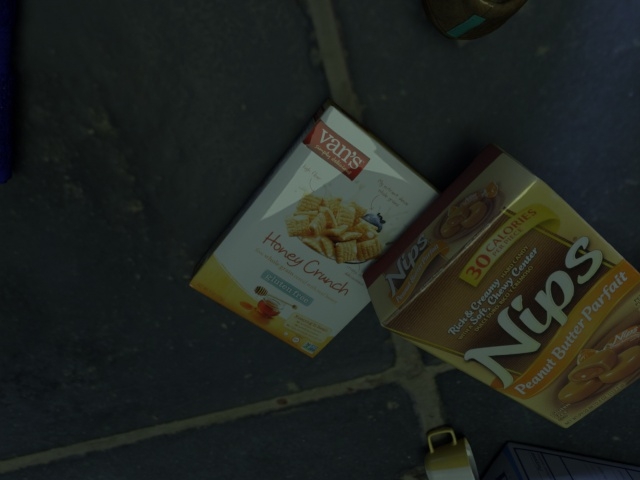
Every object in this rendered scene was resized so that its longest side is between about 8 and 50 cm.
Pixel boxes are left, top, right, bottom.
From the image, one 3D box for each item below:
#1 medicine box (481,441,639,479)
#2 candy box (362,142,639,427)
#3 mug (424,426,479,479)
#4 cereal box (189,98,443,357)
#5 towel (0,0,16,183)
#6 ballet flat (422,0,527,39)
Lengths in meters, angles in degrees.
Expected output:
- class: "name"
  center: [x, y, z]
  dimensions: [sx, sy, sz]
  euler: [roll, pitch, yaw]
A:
- class: "medicine box"
  center: [0.387, 0.440, 0.589]
  dimensions: [0.290, 0.263, 0.149]
  euler: [13, 115, -8]
- class: "candy box"
  center: [0.223, 0.067, 0.476]
  dimensions: [0.317, 0.087, 0.183]
  euler: [32, 111, -26]
- class: "mug"
  center: [0.181, 0.310, 0.644]
  dimensions: [0.064, 0.078, 0.062]
  euler: [-20, 148, 18]
- class: "cereal box"
  center: [0.000, 0.000, 0.483]
  dimensions: [0.173, 0.047, 0.240]
  euler: [34, 111, -18]
- class: "towel"
  center: [-0.369, -0.206, 0.358]
  dimensions: [0.228, 0.076, 0.308]
  euler: [15, 115, -9]
- class: "ballet flat"
  center: [0.165, -0.307, 0.295]
  dimensions: [0.116, 0.124, 0.342]
  euler: [18, 114, -10]
